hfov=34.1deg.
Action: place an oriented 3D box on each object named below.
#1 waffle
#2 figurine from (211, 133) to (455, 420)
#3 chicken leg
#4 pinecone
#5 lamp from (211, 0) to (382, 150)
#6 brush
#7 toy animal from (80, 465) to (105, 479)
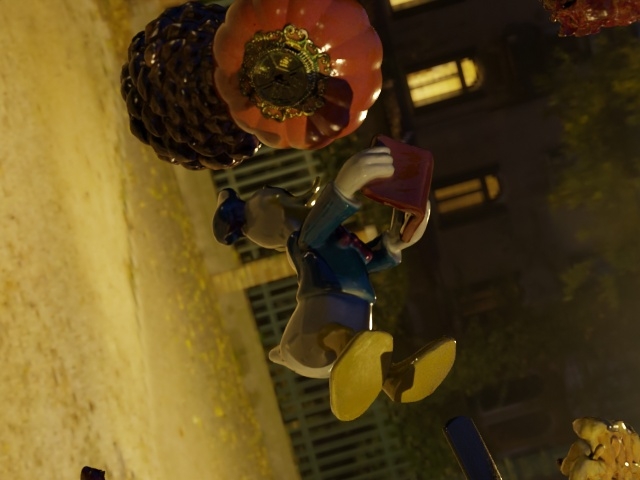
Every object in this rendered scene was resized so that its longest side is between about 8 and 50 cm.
[{"bbox_3d":[0.306,0.295,1.093,0.280,0.060,0.262,68,31,-26],"label":"waffle"},{"bbox_3d":[0.000,0.000,1.128,0.338,0.283,0.204,29,0,37],"label":"figurine"},{"bbox_3d":[0.264,-0.201,0.884,0.093,0.205,0.053,119,-25,-43],"label":"chicken leg"},{"bbox_3d":[-0.183,-0.222,1.513,0.257,0.243,0.243,13,-54,48],"label":"pinecone"},{"bbox_3d":[-0.030,-0.223,1.326,0.196,0.223,0.223,-59,135,-69],"label":"lamp"},{"bbox_3d":[0.159,0.245,0.914,0.063,0.016,0.193,-2,62,-59],"label":"brush"},{"bbox_3d":[-0.478,0.562,2.145,0.116,0.218,0.179,-115,-142,-60],"label":"toy animal"}]
